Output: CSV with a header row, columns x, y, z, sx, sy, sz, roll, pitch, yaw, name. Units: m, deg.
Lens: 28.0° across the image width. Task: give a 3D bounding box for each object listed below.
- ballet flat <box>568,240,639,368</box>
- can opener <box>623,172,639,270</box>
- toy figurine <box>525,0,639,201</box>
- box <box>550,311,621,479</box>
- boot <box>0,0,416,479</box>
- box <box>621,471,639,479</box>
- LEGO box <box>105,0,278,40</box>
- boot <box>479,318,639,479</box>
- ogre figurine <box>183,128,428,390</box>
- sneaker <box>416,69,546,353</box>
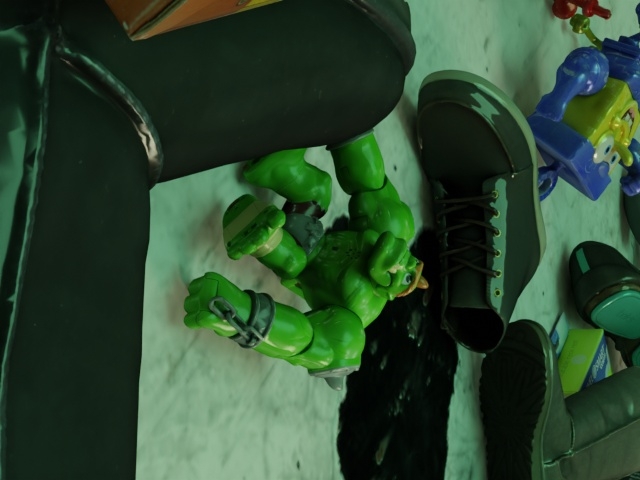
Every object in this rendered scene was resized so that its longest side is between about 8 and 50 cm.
x,y,z,sx,sy,sz,roll,pitch,yaw,name
0.341,0.075,1.367,0.280,0.095,0.096,41,20,-49,ballet flat
0.388,0.052,1.501,0.095,0.076,0.283,7,79,-28,can opener
0.252,-0.126,1.241,0.217,0.191,0.362,-56,151,-4,toy figurine
0.262,0.173,1.268,0.109,0.042,0.178,-54,133,-50,box
-0.090,0.069,0.523,0.367,0.146,0.445,15,68,-47,boot
0.354,0.275,1.316,0.156,0.093,0.158,58,46,-64,box
0.013,-0.328,0.578,0.372,0.193,0.500,56,32,2,LEGO box
0.232,0.143,1.131,0.208,0.076,0.190,-11,111,-38,boot
0.000,0.000,0.773,0.118,0.097,0.197,46,30,-26,ogre figurine
0.121,-0.019,0.994,0.222,0.083,0.118,63,37,-38,sneaker
